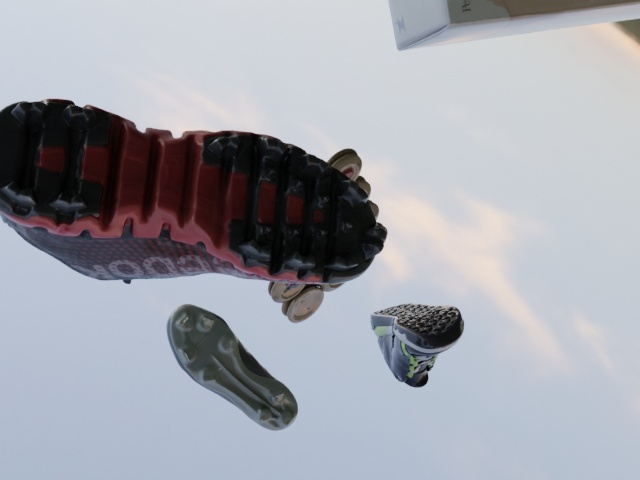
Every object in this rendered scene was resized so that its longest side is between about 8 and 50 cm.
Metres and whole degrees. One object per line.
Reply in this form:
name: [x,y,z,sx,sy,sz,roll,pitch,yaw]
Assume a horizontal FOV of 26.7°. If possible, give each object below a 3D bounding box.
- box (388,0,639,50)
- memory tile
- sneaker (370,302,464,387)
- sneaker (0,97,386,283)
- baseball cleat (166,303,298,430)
box: [0.217,-0.268,1.225,0.311,0.148,0.121,-12,-178,-20]
memory tile: [0.000,0.000,1.045,0.012,0.113,0.148,45,169,30]
sneaker: [0.127,0.134,1.668,0.234,0.084,0.097,-171,67,-79]
sneaker: [-0.097,-0.020,0.924,0.276,0.098,0.135,11,160,-11]
baseball cleat: [-0.112,0.140,1.515,0.206,0.072,0.109,50,169,-27]
